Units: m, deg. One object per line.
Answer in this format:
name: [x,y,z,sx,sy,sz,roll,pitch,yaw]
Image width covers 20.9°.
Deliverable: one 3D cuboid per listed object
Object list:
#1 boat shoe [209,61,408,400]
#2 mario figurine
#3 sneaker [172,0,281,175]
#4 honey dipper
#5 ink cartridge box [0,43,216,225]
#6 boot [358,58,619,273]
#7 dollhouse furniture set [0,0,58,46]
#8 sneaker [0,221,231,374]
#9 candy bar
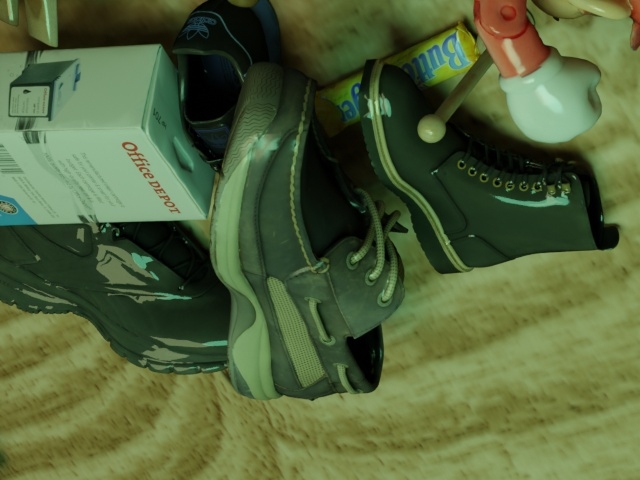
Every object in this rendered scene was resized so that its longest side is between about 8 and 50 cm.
boat shoe: [0.000,0.000,1.233,0.130,0.132,0.355,7,150,6]
mario figurine: [0.098,-0.180,1.085,0.320,0.170,0.198,9,110,-3]
sneaker: [-0.059,-0.072,1.309,0.081,0.090,0.232,1,123,30]
honey dipper: [0.099,-0.107,1.142,0.030,0.161,0.030,17,130,21]
ink cartridge box: [-0.190,-0.077,1.334,0.190,0.082,0.140,-2,151,18]
boot: [0.119,-0.059,1.225,0.137,0.077,0.198,-6,141,28]
dollhouse furniture set: [-0.357,-0.176,1.293,0.259,0.262,0.135,29,123,51]
sneaker: [-0.158,0.017,1.431,0.286,0.109,0.130,19,121,13]
candy bar: [0.055,-0.117,1.260,0.161,0.018,0.040,-21,111,40]
